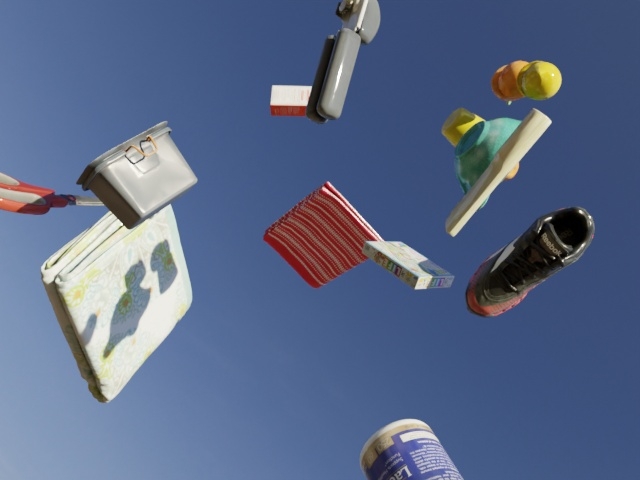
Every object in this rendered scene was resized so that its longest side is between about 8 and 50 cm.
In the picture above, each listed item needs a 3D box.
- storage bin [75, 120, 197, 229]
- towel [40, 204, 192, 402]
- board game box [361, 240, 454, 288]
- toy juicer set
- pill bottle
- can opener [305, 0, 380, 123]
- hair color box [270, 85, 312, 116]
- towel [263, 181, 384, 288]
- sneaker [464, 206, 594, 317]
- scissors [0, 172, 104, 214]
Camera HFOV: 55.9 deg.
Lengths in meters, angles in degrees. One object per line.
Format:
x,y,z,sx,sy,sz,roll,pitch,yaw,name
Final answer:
-0.231,-0.084,0.796,0.091,0.135,0.098,52,-41,-7,storage bin
-0.414,0.110,1.284,0.090,0.320,0.374,15,-48,22,towel
0.167,0.045,1.163,0.154,0.103,0.026,36,-63,45,board game box
0.270,-0.144,0.856,0.089,0.329,0.209,35,-57,-13,toy juicer set
0.184,0.453,1.037,0.265,0.153,0.153,-125,-151,-54,pill bottle
0.049,-0.332,1.061,0.093,0.280,0.074,27,-17,-28,can opener
-0.056,-0.357,1.545,0.141,0.072,0.043,2,-30,2,hair color box
0.000,0.000,1.383,0.199,0.031,0.275,46,-42,-8,towel
0.367,0.032,1.056,0.098,0.276,0.135,52,2,14,sneaker
-0.390,-0.056,0.919,0.109,0.297,0.021,35,-81,28,scissors
